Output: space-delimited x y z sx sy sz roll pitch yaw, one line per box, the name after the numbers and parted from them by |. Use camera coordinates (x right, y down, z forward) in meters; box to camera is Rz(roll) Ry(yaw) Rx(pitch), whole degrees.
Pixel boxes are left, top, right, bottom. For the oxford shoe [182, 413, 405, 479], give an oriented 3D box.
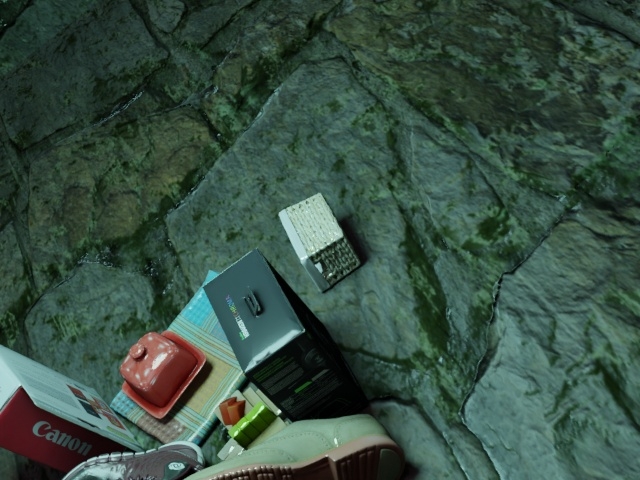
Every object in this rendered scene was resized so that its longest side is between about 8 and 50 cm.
-0.065 0.391 1.765 0.397 0.140 0.146 -9 27 -14 | oxford shoe

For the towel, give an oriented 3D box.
-0.243 0.240 2.133 0.271 0.040 0.370 21 68 43 | towel

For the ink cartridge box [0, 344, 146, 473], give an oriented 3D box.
-0.526 0.348 2.017 0.130 0.309 0.272 -54 44 -3 | ink cartridge box

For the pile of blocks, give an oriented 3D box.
-0.112 0.393 1.862 0.149 0.112 0.362 -27 44 11 | pile of blocks

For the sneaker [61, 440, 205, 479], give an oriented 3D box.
-0.334 0.443 1.874 0.281 0.106 0.162 -17 13 -15 | sneaker

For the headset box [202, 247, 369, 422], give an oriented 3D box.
-0.068 0.184 1.886 0.131 0.283 0.246 -36 42 3 | headset box

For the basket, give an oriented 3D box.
0.000 0.000 2.125 0.103 0.113 0.167 -29 43 3 | basket

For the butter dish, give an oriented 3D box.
-0.336 0.245 2.081 0.160 0.118 0.160 26 73 43 | butter dish
